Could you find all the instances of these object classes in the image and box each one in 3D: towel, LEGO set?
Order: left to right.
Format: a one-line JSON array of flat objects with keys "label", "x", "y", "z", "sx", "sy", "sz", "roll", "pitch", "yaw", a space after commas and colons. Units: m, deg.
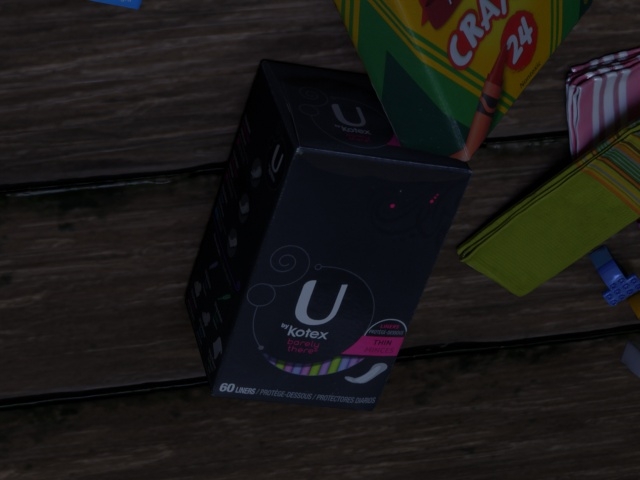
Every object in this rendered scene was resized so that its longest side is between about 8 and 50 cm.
[{"label": "towel", "x": 0.245, "y": -0.027, "z": 1.814, "sx": 0.237, "sy": 0.021, "sz": 0.102, "roll": -37, "pitch": 128, "yaw": 28}, {"label": "LEGO set", "x": 0.337, "y": 0.066, "z": 1.895, "sx": 0.087, "sy": 0.093, "sz": 0.227, "roll": -34, "pitch": 129, "yaw": 11}, {"label": "towel", "x": 0.323, "y": -0.119, "z": 1.790, "sx": 0.197, "sy": 0.029, "sz": 0.144, "roll": -16, "pitch": 130, "yaw": -4}]

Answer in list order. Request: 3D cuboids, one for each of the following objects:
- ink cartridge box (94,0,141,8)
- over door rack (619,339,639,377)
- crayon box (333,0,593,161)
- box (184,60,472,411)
[{"label": "ink cartridge box", "x": -0.153, "y": -0.297, "z": 1.437, "sx": 0.086, "sy": 0.148, "sz": 0.203, "roll": 10, "pitch": 124, "yaw": -22}, {"label": "over door rack", "x": 0.414, "y": 0.012, "z": 1.811, "sx": 0.324, "sy": 0.108, "sz": 0.240, "roll": 7, "pitch": 106, "yaw": -41}, {"label": "crayon box", "x": 0.091, "y": -0.244, "z": 1.527, "sx": 0.202, "sy": 0.081, "sz": 0.318, "roll": -51, "pitch": 134, "yaw": -24}, {"label": "box", "x": 0.000, "y": 0.000, "z": 1.715, "sx": 0.165, "sy": 0.143, "sz": 0.270, "roll": 6, "pitch": 124, "yaw": -21}]
